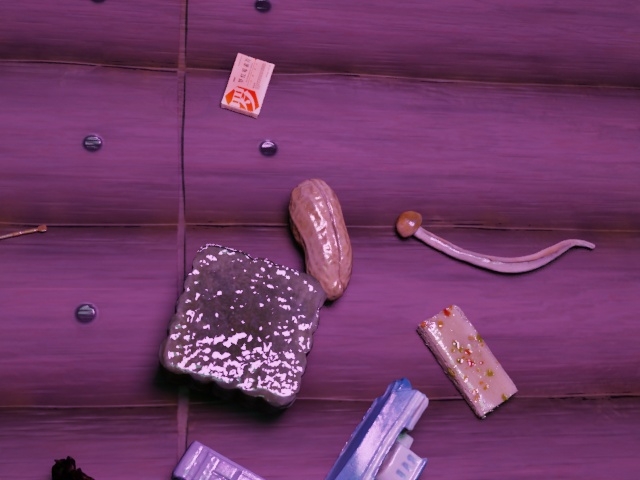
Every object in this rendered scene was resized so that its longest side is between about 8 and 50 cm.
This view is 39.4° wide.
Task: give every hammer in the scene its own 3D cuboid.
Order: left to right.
[{"bbox_3d":[-0.425,-0.004,1.181,0.122,0.014,0.029,-13,80,-18],"label":"hammer"}]

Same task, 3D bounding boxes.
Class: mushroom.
[{"bbox_3d":[0.256,0.010,1.294,0.306,0.043,0.068,11,92,-8],"label":"mushroom"}]

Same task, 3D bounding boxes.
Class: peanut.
[{"bbox_3d":[0.000,0.000,1.228,0.080,0.080,0.175,-9,75,-14],"label":"peanut"}]

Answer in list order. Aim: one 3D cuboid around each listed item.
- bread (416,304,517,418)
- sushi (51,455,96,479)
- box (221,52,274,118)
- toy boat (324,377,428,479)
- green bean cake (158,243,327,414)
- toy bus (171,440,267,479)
[{"bbox_3d":[0.202,0.164,1.225,0.068,0.028,0.154,-29,78,-22],"label":"bread"},{"bbox_3d":[-0.271,0.353,0.967,0.348,0.207,0.235,-1,76,-9],"label":"sushi"},{"bbox_3d":[-0.108,-0.231,1.329,0.058,0.015,0.093,18,66,-5],"label":"box"},{"bbox_3d":[0.081,0.282,1.122,0.102,0.088,0.215,37,65,1],"label":"toy boat"},{"bbox_3d":[-0.099,0.115,1.151,0.183,0.094,0.185,17,66,-3],"label":"green bean cake"},{"bbox_3d":[-0.091,0.311,1.077,0.190,0.075,0.064,27,67,10],"label":"toy bus"}]
